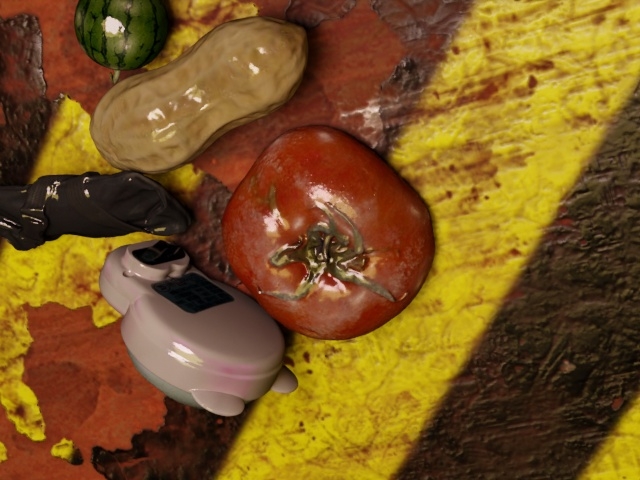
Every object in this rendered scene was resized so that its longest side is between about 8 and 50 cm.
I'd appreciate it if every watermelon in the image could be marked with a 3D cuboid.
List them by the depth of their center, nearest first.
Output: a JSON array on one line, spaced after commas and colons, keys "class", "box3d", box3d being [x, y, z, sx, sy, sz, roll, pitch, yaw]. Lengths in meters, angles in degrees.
[{"class": "watermelon", "box3d": [-0.208, -0.221, 1.365, 0.109, 0.109, 0.109, 6, 111, 15]}]

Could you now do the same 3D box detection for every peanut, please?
[{"class": "peanut", "box3d": [-0.129, -0.148, 1.352, 0.275, 0.125, 0.111, -28, 108, 25]}]

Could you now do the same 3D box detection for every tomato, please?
[{"class": "tomato", "box3d": [0.000, 0.000, 1.386, 0.237, 0.095, 0.236, 5, 110, 15]}]

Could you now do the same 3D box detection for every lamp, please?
[{"class": "lamp", "box3d": [-0.147, 0.101, 1.428, 0.246, 0.179, 0.108, 42, 113, 20]}]

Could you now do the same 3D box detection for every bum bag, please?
[{"class": "bum bag", "box3d": [-0.271, -0.032, 1.450, 0.248, 0.060, 0.123, -11, 150, 22]}]
